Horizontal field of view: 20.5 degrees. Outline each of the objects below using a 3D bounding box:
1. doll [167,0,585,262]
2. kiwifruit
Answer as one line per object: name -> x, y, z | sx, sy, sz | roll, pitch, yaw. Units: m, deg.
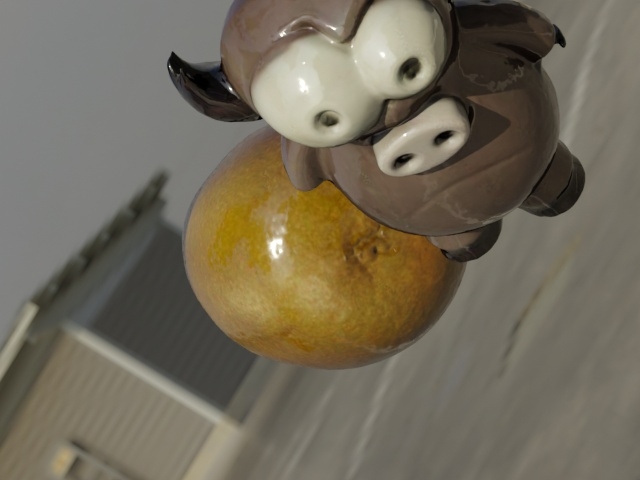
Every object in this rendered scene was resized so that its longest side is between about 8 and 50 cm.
doll -> 0.042, -0.079, 0.960 | 0.182, 0.257, 0.117 | -31, 52, 15
kiwifruit -> 0.000, 0.000, 1.288 | 0.196, 0.196, 0.234 | -59, 10, -11
